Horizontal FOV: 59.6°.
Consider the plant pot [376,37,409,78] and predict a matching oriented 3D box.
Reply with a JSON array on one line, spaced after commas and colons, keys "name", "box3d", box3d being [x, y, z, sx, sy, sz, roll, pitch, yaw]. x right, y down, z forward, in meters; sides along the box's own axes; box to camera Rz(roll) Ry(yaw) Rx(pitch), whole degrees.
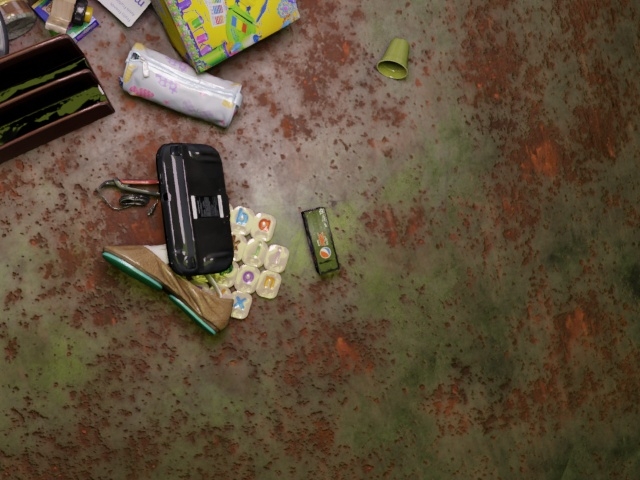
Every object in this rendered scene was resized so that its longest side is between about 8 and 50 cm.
[{"name": "plant pot", "box3d": [0.196, -0.476, 1.447, 0.083, 0.083, 0.079, 20, 77, -13]}]

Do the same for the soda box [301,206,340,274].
[{"name": "soda box", "box3d": [0.000, 0.000, 1.445, 0.060, 0.053, 0.168, -15, 97, -10]}]

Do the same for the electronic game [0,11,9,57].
[{"name": "electronic game", "box3d": [-0.759, -0.449, 1.189, 0.229, 0.048, 0.229, 9, 116, 19]}]

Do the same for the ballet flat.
[{"name": "ballet flat", "box3d": [-0.346, 0.087, 1.335, 0.342, 0.116, 0.124, 38, 68, -14]}]

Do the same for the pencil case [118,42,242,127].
[{"name": "pencil case", "box3d": [-0.321, -0.362, 1.310, 0.273, 0.124, 0.113, 19, 63, -15]}]

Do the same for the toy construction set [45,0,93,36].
[{"name": "toy construction set", "box3d": [-0.598, -0.571, 1.159, 0.257, 0.237, 0.309, -14, 55, -39]}]

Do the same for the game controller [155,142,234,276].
[{"name": "game controller", "box3d": [-0.293, -0.076, 1.324, 0.166, 0.067, 0.319, -3, 84, -46]}]

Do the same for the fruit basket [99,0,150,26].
[{"name": "fruit basket", "box3d": [-0.442, -0.720, 1.232, 0.327, 0.165, 0.353, 42, 93, -5]}]

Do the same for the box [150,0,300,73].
[{"name": "box", "box3d": [-0.231, -0.577, 1.209, 0.279, 0.177, 0.290, -32, 141, -11]}]

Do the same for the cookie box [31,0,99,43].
[{"name": "cookie box", "box3d": [-0.584, -0.516, 1.281, 0.092, 0.040, 0.107, -43, 101, -6]}]

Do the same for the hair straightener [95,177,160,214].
[{"name": "hair straightener", "box3d": [-0.418, -0.105, 1.343, 0.230, 0.047, 0.089, 1, 95, -18]}]

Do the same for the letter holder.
[{"name": "letter holder", "box3d": [-0.630, -0.298, 1.198, 0.302, 0.214, 0.152, -28, 99, -10]}]

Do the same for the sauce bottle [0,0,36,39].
[{"name": "sauce bottle", "box3d": [-0.759, -0.608, 1.198, 0.111, 0.111, 0.344, -34, 102, -8]}]

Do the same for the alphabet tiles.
[{"name": "alphabet tiles", "box3d": [-0.230, 0.049, 1.413, 0.284, 0.021, 0.278, 16, 93, -13]}]
